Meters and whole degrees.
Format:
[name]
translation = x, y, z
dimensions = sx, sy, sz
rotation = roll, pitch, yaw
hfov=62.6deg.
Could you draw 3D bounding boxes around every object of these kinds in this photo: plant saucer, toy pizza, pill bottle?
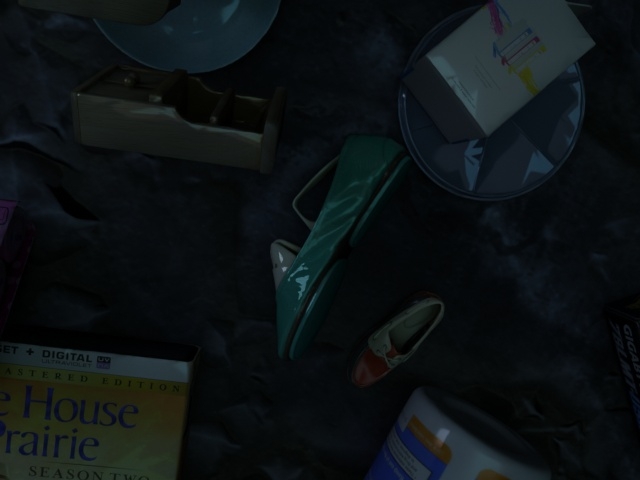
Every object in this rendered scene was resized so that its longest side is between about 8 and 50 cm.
[plant saucer]
translation = -0.132, -0.259, 0.515
dimensions = 0.195, 0.037, 0.194
rotation = 0, 95, -5
[toy pizza]
translation = 0.179, -0.142, 0.556
dimensions = 0.201, 0.032, 0.201
rotation = -1, 97, -5
[pill bottle]
translation = 0.100, 0.304, 0.538
dimensions = 0.152, 0.152, 0.272
rotation = 28, 94, -7

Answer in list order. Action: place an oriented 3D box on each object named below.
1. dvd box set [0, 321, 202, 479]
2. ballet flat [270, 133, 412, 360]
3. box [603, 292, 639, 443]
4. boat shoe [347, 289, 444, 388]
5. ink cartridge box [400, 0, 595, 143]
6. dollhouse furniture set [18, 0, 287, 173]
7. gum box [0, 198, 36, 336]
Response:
[dvd box set]
translation = -0.305, 0.299, 0.549
dimensions = 0.308, 0.062, 0.420
rotation = 9, 96, -6
[ballet flat]
translation = 0.000, 0.000, 0.542
dimensions = 0.087, 0.083, 0.247
rotation = 30, 93, 17
[box]
translation = 0.507, 0.169, 0.598
dimensions = 0.296, 0.073, 0.293
rotation = -18, 96, -2
[boat shoe]
translation = 0.081, 0.110, 0.570
dimensions = 0.049, 0.043, 0.137
rotation = 44, 93, -10
[ink cartridge box]
translation = 0.165, -0.171, 0.488
dimensions = 0.143, 0.092, 0.090
rotation = -41, 98, -1
[dollhouse furniture set]
translation = -0.099, -0.193, 0.407
dimensions = 0.161, 0.212, 0.242
rotation = 8, 122, -4
[gum box]
translation = -0.346, 0.043, 0.477
dimensions = 0.107, 0.062, 0.188
rotation = 6, 61, -7
